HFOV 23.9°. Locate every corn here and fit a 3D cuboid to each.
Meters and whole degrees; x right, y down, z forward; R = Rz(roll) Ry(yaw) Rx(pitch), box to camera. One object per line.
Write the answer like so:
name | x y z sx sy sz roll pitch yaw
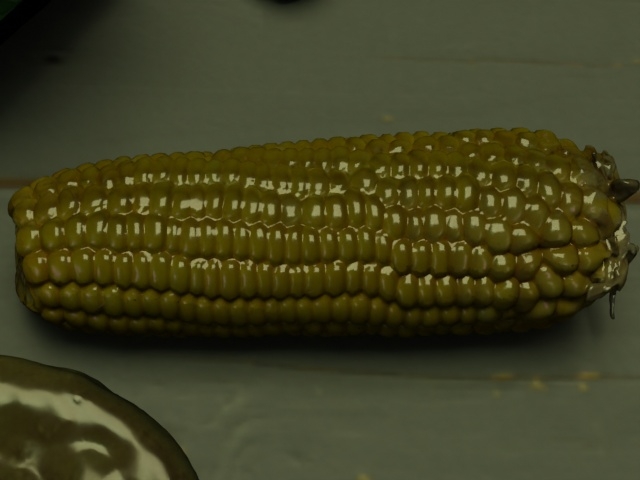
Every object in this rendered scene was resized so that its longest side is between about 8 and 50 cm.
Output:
corn | 0.000 0.000 0.750 0.305 0.106 0.106 -3 55 -3

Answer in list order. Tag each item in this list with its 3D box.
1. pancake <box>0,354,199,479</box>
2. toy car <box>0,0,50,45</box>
pancake | -0.181 0.159 0.648 0.294 0.049 0.294 3 54 -4
toy car | -0.255 -0.196 0.811 0.359 0.176 0.213 31 57 16
